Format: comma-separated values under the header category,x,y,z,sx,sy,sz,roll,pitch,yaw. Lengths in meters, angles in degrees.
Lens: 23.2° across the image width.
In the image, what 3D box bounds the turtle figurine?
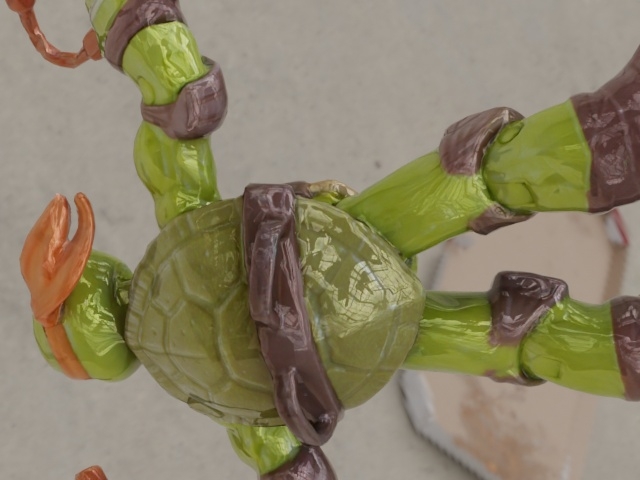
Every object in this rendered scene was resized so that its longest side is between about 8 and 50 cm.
category,x,y,z,sx,sy,sz,roll,pitch,yaw
turtle figurine,0.000,0.000,0.450,0.087,0.217,0.270,-64,142,-72
